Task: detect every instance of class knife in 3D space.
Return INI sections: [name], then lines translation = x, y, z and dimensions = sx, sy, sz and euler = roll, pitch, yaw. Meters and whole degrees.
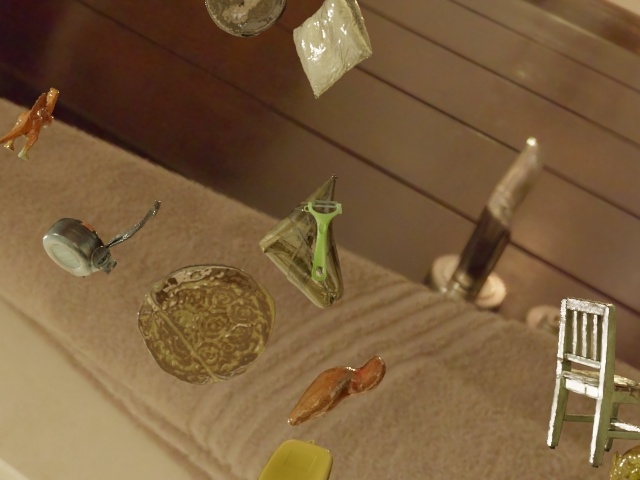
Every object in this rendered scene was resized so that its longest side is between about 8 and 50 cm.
[knife]
translation = 0.000, -0.001, 1.793
dimensions = 0.022, 0.078, 0.166
euler = 53, -139, -76

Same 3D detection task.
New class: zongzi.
[zongzi]
translation = 0.016, 0.006, 1.964
dimensions = 0.242, 0.221, 0.112
euler = -43, -3, -5

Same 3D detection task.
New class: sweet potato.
[sweet potato]
translation = 0.026, 0.220, 1.318
dimensions = 0.202, 0.055, 0.058
euler = -23, -65, -34

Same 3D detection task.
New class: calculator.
[calculator]
translation = -0.067, 0.542, 1.974
dimensions = 0.236, 0.157, 0.033
euler = -59, -31, -38

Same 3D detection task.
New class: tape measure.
[tape measure]
translation = -0.356, -0.025, 1.427
dimensions = 0.180, 0.107, 0.104
euler = -48, 24, -22

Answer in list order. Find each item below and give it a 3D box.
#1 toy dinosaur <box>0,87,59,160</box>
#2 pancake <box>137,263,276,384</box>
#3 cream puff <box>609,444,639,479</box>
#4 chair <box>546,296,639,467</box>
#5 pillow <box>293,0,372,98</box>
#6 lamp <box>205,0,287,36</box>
[toy dinosaur]
translation = -0.526, -0.219, 1.615
dimensions = 0.142, 0.057, 0.212
euler = -60, 15, -1
[pancake]
translation = -0.200, 0.151, 1.594
dimensions = 0.250, 0.250, 0.031
euler = -63, 20, 13
[cream puff]
translation = 0.644, 0.477, 1.519
dimensions = 0.291, 0.257, 0.324
euler = 113, 176, -54
[chair]
translation = 0.494, 0.241, 1.501
dimensions = 0.136, 0.147, 0.270
euler = -175, 92, -69
[pillow]
translation = 0.018, -0.376, 1.670
dimensions = 0.050, 0.148, 0.230
euler = -16, -4, -26
[lamp]
translation = -0.035, -0.378, 1.305
dimensions = 0.371, 0.109, 0.130
euler = -33, -60, -61
